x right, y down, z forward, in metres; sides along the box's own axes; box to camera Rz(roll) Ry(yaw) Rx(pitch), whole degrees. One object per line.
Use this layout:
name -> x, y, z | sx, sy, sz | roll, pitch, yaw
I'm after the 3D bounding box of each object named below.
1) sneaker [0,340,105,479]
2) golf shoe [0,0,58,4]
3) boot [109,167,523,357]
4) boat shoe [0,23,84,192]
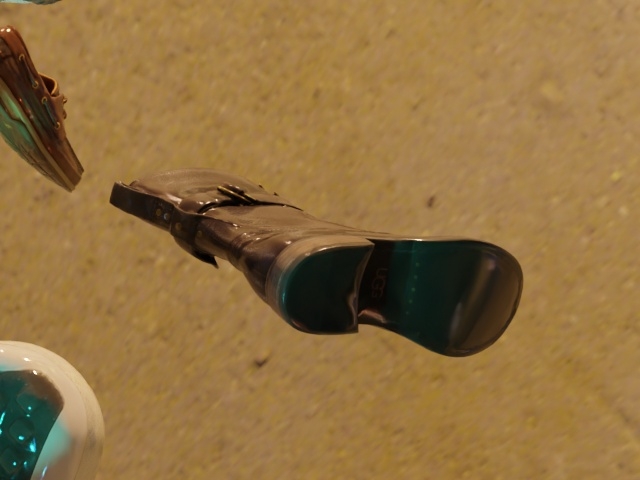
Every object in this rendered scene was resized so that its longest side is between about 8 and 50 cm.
sneaker -> -0.158, 0.115, 0.850 | 0.118, 0.292, 0.110 | -32, 80, -40
golf shoe -> -0.105, -0.106, 0.607 | 0.198, 0.094, 0.077 | -15, 96, -62
boot -> 0.000, 0.000, 1.458 | 0.263, 0.229, 0.091 | 9, 103, -39
boat shoe -> -0.232, -0.105, 1.578 | 0.064, 0.178, 0.060 | 31, 71, 37
